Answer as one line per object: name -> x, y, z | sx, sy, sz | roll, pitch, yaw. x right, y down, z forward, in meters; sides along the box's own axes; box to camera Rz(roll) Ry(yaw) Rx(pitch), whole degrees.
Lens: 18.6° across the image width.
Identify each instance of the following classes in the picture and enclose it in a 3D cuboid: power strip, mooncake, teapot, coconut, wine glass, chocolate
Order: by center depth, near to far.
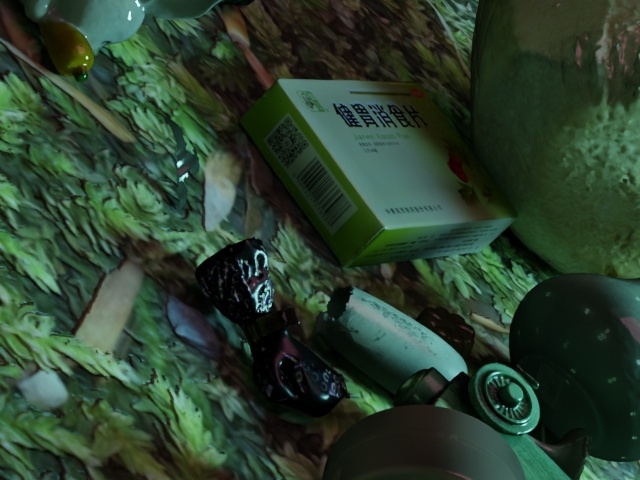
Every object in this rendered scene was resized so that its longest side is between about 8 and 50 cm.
power strip -> 0.073, 0.196, 1.380 | 0.154, 0.154, 0.078 | 37, 29, -15
chocolate -> -0.036, 0.070, 1.508 | 0.072, 0.070, 0.147 | -26, 70, -33
wine glass -> 0.105, 0.121, 1.626 | 0.262, 0.074, 0.074 | 34, 29, -16
mooncake -> -0.009, 0.010, 1.649 | 0.346, 0.057, 0.150 | 28, 18, -42
teapot -> 0.296, 0.073, 1.753 | 0.251, 0.183, 0.183 | -37, 81, -26
coconut -> 0.331, -0.144, 2.004 | 0.415, 0.344, 0.415 | 35, 32, -27

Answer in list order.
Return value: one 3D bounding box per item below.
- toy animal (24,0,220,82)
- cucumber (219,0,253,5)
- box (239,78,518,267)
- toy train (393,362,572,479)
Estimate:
toy animal -> -0.180, -0.207, 1.632 | 0.181, 0.127, 0.131 | 28, 23, -8
cucumber -> -0.131, -0.261, 1.848 | 0.187, 0.058, 0.058 | 13, 41, -49
box -> 0.060, -0.066, 1.829 | 0.260, 0.062, 0.175 | -6, 56, -56
toy train -> 0.153, 0.225, 1.513 | 0.285, 0.116, 0.177 | 46, 39, 1
